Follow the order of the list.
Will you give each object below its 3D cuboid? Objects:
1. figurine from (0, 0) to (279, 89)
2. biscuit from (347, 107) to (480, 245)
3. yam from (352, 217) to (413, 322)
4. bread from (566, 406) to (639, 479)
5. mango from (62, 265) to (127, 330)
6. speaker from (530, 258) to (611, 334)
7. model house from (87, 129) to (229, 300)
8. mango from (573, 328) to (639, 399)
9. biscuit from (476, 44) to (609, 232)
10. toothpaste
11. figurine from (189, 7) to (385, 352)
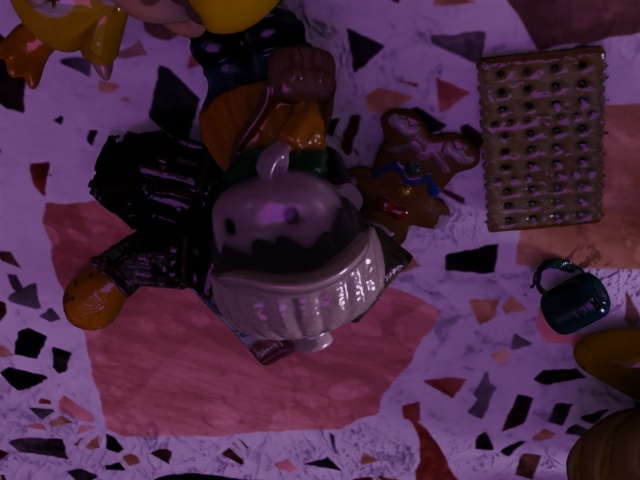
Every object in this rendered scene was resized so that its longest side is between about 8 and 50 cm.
[{"bbox_3d":[-0.185,-0.270,0.879,0.344,0.187,0.215,-12,136,27],"label":"figurine"},{"bbox_3d":[0.093,-0.054,1.105,0.138,0.031,0.205,24,131,-11],"label":"biscuit"},{"bbox_3d":[0.000,0.000,1.093,0.194,0.107,0.107,38,128,3],"label":"yam"},{"bbox_3d":[0.463,0.287,1.178,0.333,0.160,0.333,12,169,2],"label":"bread"},{"bbox_3d":[-0.299,0.075,1.264,0.079,0.057,0.114,45,119,-13],"label":"mango"},{"bbox_3d":[0.303,0.063,1.157,0.075,0.060,0.094,-34,82,32],"label":"speaker"},{"bbox_3d":[-0.184,-0.033,1.070,0.164,0.203,0.141,14,153,-14],"label":"model house"},{"bbox_3d":[0.404,0.156,1.199,0.161,0.076,0.103,11,138,12],"label":"mango"},{"bbox_3d":[0.246,-0.104,1.037,0.139,0.016,0.231,-5,128,8],"label":"biscuit"},{"bbox_3d":[-0.123,0.085,1.255,0.062,0.039,0.239,-29,122,21],"label":"toothpaste"},{"bbox_3d":[-0.035,-0.057,0.970,0.185,0.332,0.204,-13,158,20],"label":"figurine"}]
